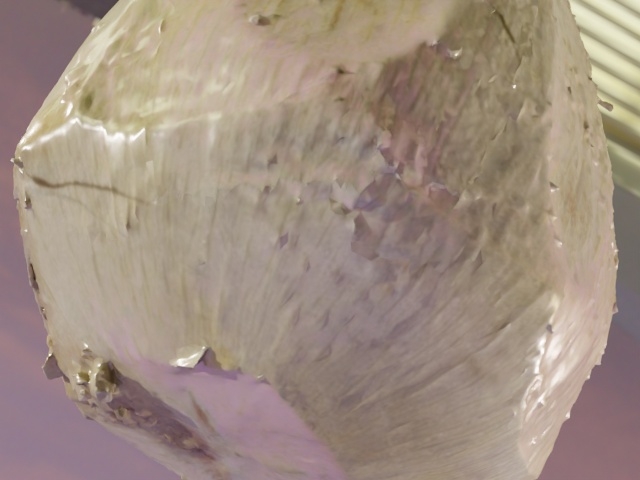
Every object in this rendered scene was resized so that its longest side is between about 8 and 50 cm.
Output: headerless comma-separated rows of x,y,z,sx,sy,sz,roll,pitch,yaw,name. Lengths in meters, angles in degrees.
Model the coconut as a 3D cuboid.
0.000,0.000,0.570,0.297,0.297,0.255,28,-137,-8,coconut
